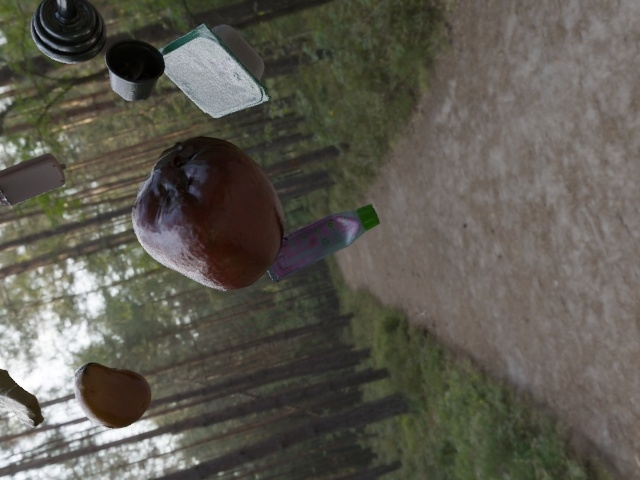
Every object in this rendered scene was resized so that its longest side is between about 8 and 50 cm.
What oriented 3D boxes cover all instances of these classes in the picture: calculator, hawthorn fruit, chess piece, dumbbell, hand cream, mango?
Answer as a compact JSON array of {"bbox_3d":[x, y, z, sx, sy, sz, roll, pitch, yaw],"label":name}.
[{"bbox_3d":[-0.666,-0.138,1.515,0.032,0.174,0.100,54,160,31],"label":"calculator"},{"bbox_3d":[-0.205,-0.044,1.277,0.311,0.295,0.295,54,-175,-17],"label":"hawthorn fruit"},{"bbox_3d":[-0.875,0.408,1.807,0.137,0.300,0.137,-46,-33,-42],"label":"chess piece"},{"bbox_3d":[-0.576,-0.557,1.497,0.406,0.179,0.179,133,123,-67],"label":"dumbbell"},{"bbox_3d":[0.000,0.000,1.470,0.079,0.275,0.050,67,-173,18],"label":"hand cream"},{"bbox_3d":[-0.360,0.264,1.125,0.159,0.084,0.105,35,-128,-47],"label":"mango"}]

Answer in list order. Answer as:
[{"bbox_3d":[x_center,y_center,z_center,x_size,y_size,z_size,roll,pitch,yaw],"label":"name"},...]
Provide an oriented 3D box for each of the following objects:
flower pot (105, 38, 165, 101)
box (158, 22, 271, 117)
[{"bbox_3d":[-0.511,-0.457,1.814,0.107,0.157,0.158,125,135,-54],"label":"flower pot"},{"bbox_3d":[-0.288,-0.485,1.837,0.336,0.106,0.264,-3,141,50],"label":"box"}]
